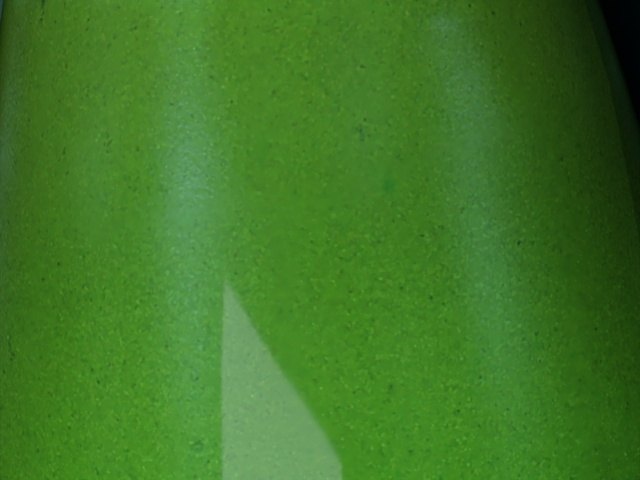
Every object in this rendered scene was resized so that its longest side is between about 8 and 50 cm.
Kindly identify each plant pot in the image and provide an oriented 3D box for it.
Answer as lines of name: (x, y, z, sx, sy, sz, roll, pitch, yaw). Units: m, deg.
plant pot: (0.000, 0.000, 0.757, 0.366, 0.366, 0.353, -1, 106, 19)
